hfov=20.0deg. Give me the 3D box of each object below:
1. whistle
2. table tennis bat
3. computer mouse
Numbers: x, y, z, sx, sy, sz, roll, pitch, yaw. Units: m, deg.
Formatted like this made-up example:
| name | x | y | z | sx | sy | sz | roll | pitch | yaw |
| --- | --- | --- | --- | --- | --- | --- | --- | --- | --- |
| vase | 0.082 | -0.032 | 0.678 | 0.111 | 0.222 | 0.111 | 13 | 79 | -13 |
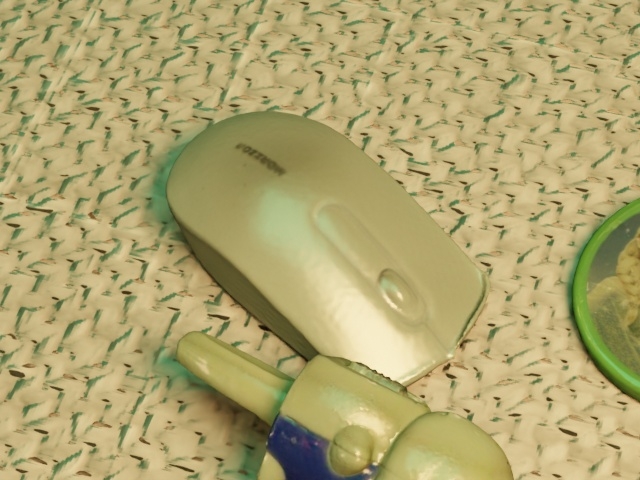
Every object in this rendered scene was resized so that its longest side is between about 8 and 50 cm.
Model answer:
| name | x | y | z | sx | sy | sz | roll | pitch | yaw |
| --- | --- | --- | --- | --- | --- | --- | --- | --- | --- |
| whistle | 0.020 | 0.121 | 1.065 | 0.244 | 0.110 | 0.092 | 26 | 94 | 16 |
| table tennis bat | 0.270 | 0.006 | 1.180 | 0.160 | 0.039 | 0.257 | 32 | 64 | 19 |
| computer mouse | 0.000 | 0.000 | 1.165 | 0.231 | 0.079 | 0.128 | 36 | 65 | 20 |
